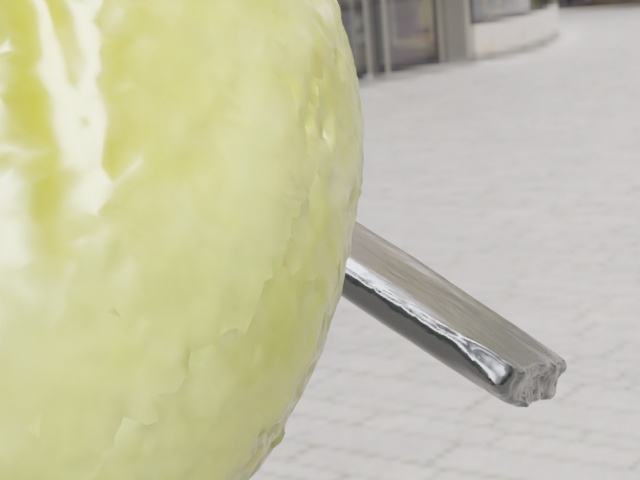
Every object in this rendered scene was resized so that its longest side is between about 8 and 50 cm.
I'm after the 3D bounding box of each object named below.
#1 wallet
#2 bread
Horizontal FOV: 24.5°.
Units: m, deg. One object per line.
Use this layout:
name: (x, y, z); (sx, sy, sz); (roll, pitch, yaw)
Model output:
wallet: (0.000, 0.001, 0.779); (0.285, 0.030, 0.146); (32, 7, 17)
bread: (-0.142, -0.018, 0.440); (0.320, 0.320, 0.237); (-10, -23, -26)
